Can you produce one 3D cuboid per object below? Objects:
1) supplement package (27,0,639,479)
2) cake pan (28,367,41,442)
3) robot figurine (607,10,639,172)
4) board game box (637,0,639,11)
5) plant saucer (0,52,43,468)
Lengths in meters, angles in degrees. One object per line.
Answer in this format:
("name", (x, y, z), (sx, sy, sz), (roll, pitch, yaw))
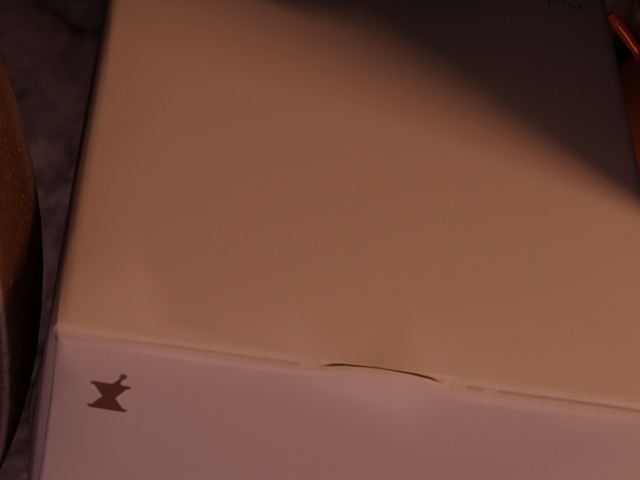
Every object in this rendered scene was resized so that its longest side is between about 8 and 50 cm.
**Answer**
("supplement package", (0.000, 0.000, 0.609), (0.177, 0.293, 0.175), (9, 131, -7))
("cake pan", (-0.005, 0.121, 0.880), (0.293, 0.054, 0.293), (1, 132, 1))
("robot figurine", (0.197, -0.016, 0.707), (0.219, 0.128, 0.158), (19, 132, -18))
("board game box", (0.157, -0.173, 0.499), (0.097, 0.224, 0.303), (-1, 133, -2))
("plant saucer", (-0.187, -0.046, 0.562), (0.310, 0.050, 0.311), (27, 133, 33))
